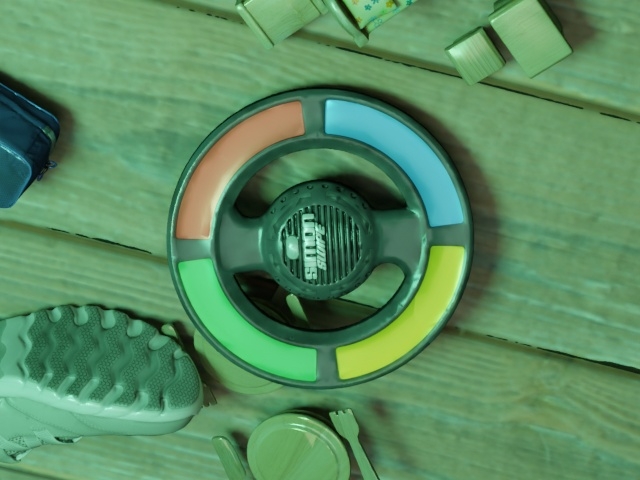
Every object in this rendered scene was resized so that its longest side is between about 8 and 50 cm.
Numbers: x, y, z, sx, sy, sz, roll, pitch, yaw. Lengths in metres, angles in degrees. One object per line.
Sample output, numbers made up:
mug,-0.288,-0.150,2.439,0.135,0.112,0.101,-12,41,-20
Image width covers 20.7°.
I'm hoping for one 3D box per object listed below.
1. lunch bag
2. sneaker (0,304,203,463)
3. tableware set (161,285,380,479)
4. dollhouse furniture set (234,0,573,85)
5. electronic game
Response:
lunch bag,-0.240,-0.076,1.294,0.098,0.065,0.067,32,136,-11
sneaker,-0.228,0.122,1.397,0.281,0.105,0.115,4,132,10
tableware set,-0.034,0.125,1.408,0.128,0.039,0.194,-14,111,24
dollhouse furniture set,0.057,-0.141,1.222,0.182,0.101,0.161,-31,112,18
electronic game,0.000,0.000,1.304,0.229,0.048,0.229,0,102,-1
